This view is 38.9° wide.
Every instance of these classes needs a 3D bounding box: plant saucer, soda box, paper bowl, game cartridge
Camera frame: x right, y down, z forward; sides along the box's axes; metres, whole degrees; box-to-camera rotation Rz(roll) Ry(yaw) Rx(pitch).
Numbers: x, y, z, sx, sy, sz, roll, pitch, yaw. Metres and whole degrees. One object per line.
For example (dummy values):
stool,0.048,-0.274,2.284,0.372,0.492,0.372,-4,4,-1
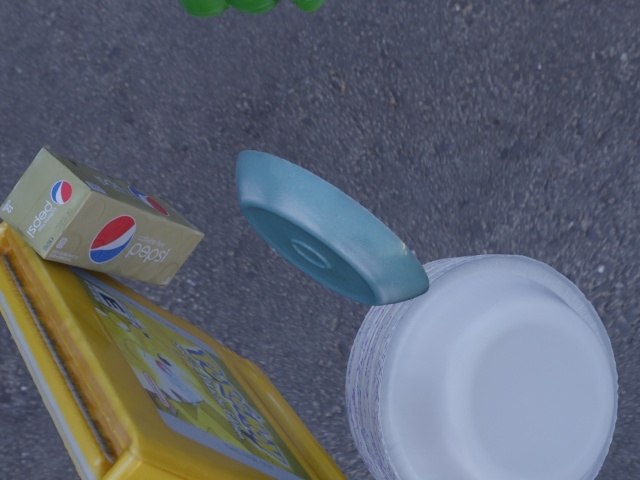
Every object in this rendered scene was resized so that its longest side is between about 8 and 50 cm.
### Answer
plant saucer,0.000,0.000,0.463,0.119,0.119,0.021,32,76,15
soda box,-0.166,-0.012,0.719,0.058,0.181,0.061,38,94,21
paper bowl,0.180,0.156,0.923,0.284,0.148,0.284,2,86,-21
game cartridge,-0.092,0.132,0.704,0.053,0.323,0.285,-50,45,3

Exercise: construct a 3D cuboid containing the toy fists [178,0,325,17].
toy fists,0.013,-0.205,0.473,0.279,0.142,0.096,-22,57,29
